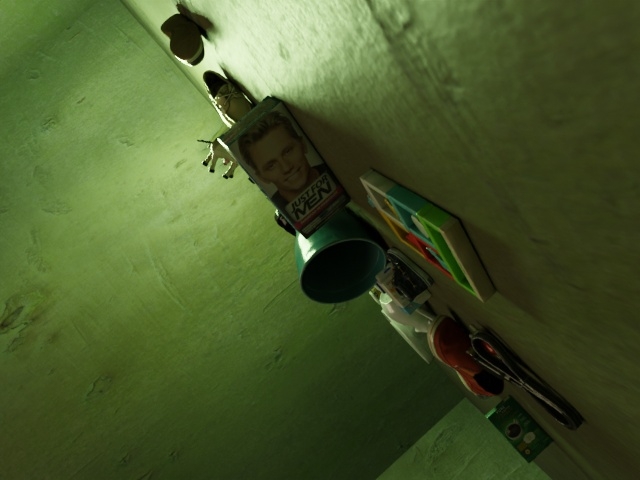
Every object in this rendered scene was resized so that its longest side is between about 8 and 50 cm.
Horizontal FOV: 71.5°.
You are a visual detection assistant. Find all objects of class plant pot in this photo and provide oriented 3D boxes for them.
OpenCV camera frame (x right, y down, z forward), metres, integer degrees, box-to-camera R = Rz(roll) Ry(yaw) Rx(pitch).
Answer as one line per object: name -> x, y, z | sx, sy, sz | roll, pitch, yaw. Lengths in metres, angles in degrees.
plant pot -> 0.035, 0.016, 1.410 | 0.271, 0.272, 0.255 | 51, -169, -44

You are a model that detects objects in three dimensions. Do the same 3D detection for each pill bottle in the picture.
pill bottle -> 0.246, 0.182, 1.677 | 0.065, 0.116, 0.065 | 48, 177, 3

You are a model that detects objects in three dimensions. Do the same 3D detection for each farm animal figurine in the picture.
farm animal figurine -> -0.183, -0.263, 1.450 | 0.327, 0.172, 0.330 | 38, -156, 4

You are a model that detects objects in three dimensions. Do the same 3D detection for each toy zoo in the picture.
toy zoo -> 0.172, -0.024, 0.799 | 0.192, 0.030, 0.293 | 50, 177, -36

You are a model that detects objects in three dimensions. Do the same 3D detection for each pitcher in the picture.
pitcher -> 0.316, 0.235, 1.504 | 0.207, 0.125, 0.178 | 38, 161, -22

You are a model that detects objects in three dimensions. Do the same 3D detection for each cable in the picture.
cable -> 0.437, 0.282, 0.976 | 0.287, 0.072, 0.139 | 30, 148, 42

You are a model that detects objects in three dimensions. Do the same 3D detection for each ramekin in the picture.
ramekin -> 0.373, 0.336, 1.738 | 0.273, 0.127, 0.273 | 48, 178, 2

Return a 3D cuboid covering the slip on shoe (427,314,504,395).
slip on shoe -> 0.416, 0.329, 1.261 | 0.331, 0.123, 0.101 | 50, 154, -21

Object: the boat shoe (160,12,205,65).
boat shoe -> -0.382, -0.569, 1.287 | 0.285, 0.103, 0.092 | 51, -175, 40

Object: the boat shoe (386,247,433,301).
boat shoe -> 0.213, 0.088, 1.188 | 0.065, 0.083, 0.183 | 50, 177, -35

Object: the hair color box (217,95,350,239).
hair color box -> -0.085, -0.182, 1.171 | 0.347, 0.174, 0.105 | 50, 177, -36

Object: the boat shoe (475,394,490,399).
boat shoe -> 0.517, 0.432, 1.474 | 0.226, 0.083, 0.075 | 63, -178, -30

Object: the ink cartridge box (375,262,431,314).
ink cartridge box -> 0.242, 0.136, 1.331 | 0.143, 0.092, 0.090 | 48, 177, -1

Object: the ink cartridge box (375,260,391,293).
ink cartridge box -> 0.210, 0.116, 1.512 | 0.046, 0.097, 0.207 | 49, 177, -8

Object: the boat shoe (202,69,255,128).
boat shoe -> -0.300, -0.459, 1.454 | 0.302, 0.109, 0.098 | 51, 178, 33

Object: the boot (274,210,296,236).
boot -> 0.003, -0.003, 1.635 | 0.260, 0.131, 0.348 | 51, -166, 33

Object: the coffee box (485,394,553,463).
coffee box -> 0.649, 0.616, 1.461 | 0.184, 0.113, 0.040 | 46, 180, 15
